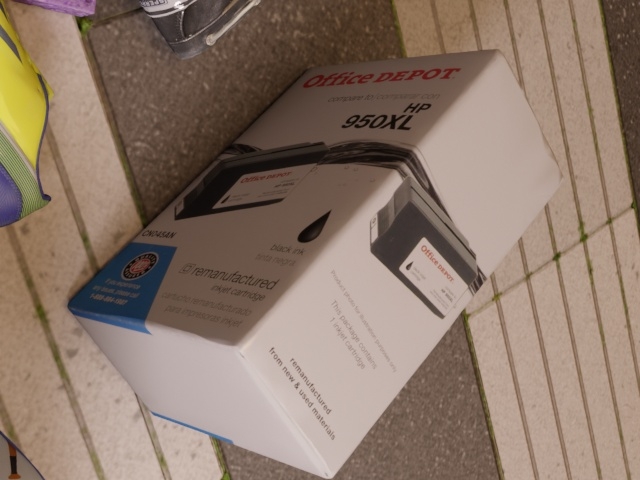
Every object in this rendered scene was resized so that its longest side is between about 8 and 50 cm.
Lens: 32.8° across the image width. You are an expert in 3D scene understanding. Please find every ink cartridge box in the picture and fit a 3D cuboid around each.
[{"bbox_3d":[0.000,0.000,1.043,0.395,0.285,0.166,-48,122,-27],"label":"ink cartridge box"}]

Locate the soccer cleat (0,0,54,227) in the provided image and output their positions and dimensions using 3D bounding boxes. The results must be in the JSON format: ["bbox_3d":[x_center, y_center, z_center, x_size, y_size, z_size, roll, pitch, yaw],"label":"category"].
[{"bbox_3d":[-0.286,-0.153,0.911,0.121,0.093,0.289,-13,107,-42],"label":"soccer cleat"}]

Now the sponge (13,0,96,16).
[{"bbox_3d":[-0.247,-0.315,0.964,0.117,0.031,0.210,5,91,-40],"label":"sponge"}]

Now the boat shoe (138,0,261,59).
[{"bbox_3d":[-0.047,-0.298,1.088,0.306,0.113,0.105,-48,129,-23],"label":"boat shoe"}]

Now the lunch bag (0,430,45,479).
[{"bbox_3d":[-0.283,0.256,0.817,0.115,0.243,0.303,-18,129,-37],"label":"lunch bag"}]
